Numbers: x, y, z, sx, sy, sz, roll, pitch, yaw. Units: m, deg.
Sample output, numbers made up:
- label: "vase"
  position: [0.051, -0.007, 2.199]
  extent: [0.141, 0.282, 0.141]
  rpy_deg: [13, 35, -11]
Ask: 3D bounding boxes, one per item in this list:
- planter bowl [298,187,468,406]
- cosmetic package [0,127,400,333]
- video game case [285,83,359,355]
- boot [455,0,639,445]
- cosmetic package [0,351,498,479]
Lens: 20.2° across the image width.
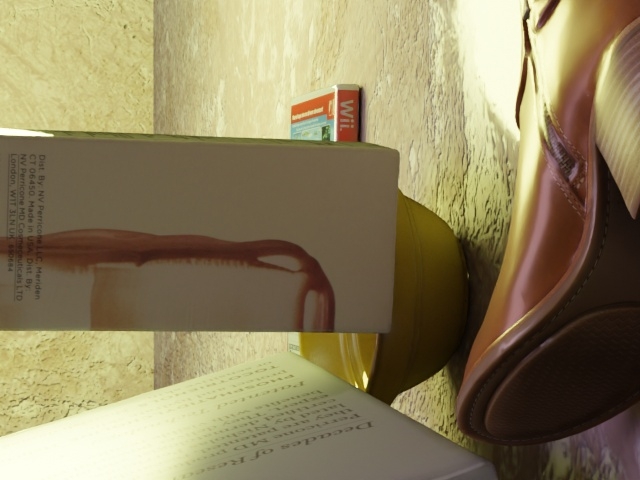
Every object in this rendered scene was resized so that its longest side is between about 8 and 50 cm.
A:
- label: "planter bowl"
  position: [0.053, 0.039, 1.337]
  extent: [0.217, 0.090, 0.217]
  rpy_deg: [-179, 90, -74]
- label: "cosmetic package"
  position: [-0.110, -0.008, 1.211]
  extent: [0.153, 0.296, 0.129]
  rpy_deg: [-164, 75, -75]
- label: "video game case"
  position: [0.000, 0.000, 1.714]
  extent: [0.204, 0.025, 0.285]
  rpy_deg: [-178, 88, -77]
- label: "boot"
  position: [0.129, -0.043, 0.974]
  extent: [0.283, 0.109, 0.220]
  rpy_deg: [107, 158, -43]
- label: "cosmetic package"
  position: [-0.077, 0.294, 1.157]
  extent: [0.394, 0.327, 0.329]
  rpy_deg: [-161, 58, -71]
